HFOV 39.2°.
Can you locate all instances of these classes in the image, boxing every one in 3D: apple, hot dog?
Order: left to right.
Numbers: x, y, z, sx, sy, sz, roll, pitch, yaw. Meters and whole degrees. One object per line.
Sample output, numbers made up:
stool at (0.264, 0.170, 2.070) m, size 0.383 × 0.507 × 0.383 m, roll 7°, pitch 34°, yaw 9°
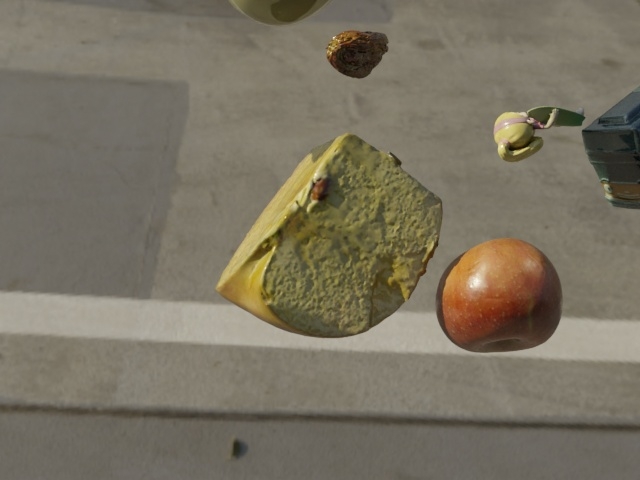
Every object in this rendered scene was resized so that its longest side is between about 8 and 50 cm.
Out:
apple at (0.000, 0.000, 1.386) m, size 0.314 × 0.252 × 0.309 m, roll 27°, pitch 79°, yaw 31°
hot dog at (0.046, -0.217, 1.032) m, size 0.083 × 0.058 × 0.035 m, roll -8°, pitch 51°, yaw -45°
apple at (0.278, 0.086, 1.402) m, size 0.201 × 0.201 × 0.162 m, roll 0°, pitch 71°, yaw -9°

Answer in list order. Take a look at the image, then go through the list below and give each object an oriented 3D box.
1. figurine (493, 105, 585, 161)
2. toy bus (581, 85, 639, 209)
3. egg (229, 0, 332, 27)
figurine at (0.361, -0.184, 1.483) m, size 0.187 × 0.083 × 0.083 m, roll -16°, pitch 41°, yaw -29°
toy bus at (0.563, -0.180, 1.427) m, size 0.275 × 0.167 × 0.138 m, roll -37°, pitch 19°, yaw -16°
egg at (-0.045, -0.369, 1.111) m, size 0.186 × 0.241 × 0.186 m, roll 9°, pitch 56°, yaw -13°
